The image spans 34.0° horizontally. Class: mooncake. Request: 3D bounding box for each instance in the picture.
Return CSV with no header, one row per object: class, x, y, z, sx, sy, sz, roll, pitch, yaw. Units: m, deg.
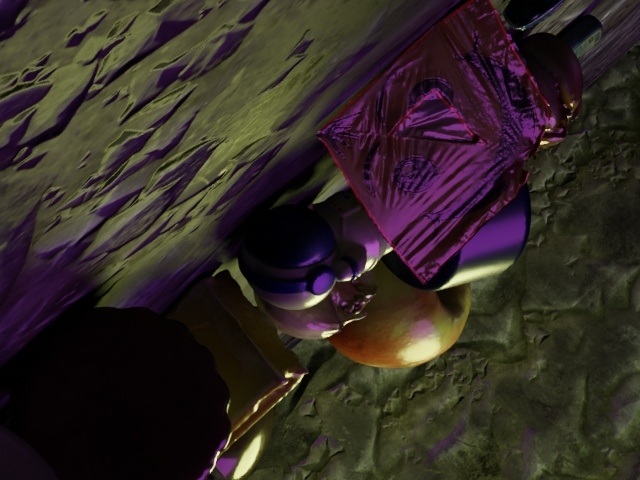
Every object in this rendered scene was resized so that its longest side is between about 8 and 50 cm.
mooncake,-0.206,0.180,1.111,0.228,0.228,0.124,-42,-179,-4

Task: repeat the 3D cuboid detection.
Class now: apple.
apple,0.131,0.103,2.093,0.277,0.319,0.319,-14,-170,33

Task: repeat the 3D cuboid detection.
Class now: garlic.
garlic,-0.024,0.057,1.556,0.143,0.178,0.229,-28,-160,40
garlic,0.330,-0.245,1.745,0.214,0.191,0.160,-29,145,-12

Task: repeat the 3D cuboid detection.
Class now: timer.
timer,0.065,-0.019,1.428,0.383,0.270,0.270,-23,164,-28

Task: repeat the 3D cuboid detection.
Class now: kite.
kite,0.141,-0.120,1.289,0.327,0.013,0.378,2,111,-28

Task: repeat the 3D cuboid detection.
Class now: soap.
soap,-0.191,0.212,1.477,0.315,0.199,0.091,-43,166,21

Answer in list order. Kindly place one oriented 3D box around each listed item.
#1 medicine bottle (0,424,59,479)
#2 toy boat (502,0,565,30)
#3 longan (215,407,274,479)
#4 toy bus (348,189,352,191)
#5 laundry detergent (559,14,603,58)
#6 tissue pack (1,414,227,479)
medicine bottle,-0.410,0.339,0.983,0.339,0.208,0.208,-44,172,16
toy boat,0.304,-0.341,1.410,0.137,0.060,0.061,-39,150,17
longan,-0.219,0.319,1.765,0.300,0.243,0.300,-22,-175,2
toy bus,0.000,0.000,1.734,0.235,0.073,0.096,-39,179,-28
laundry detergent,0.486,-0.375,2.139,0.206,0.061,0.096,-40,175,-14
tissue pack,-0.320,0.345,1.270,0.356,0.266,0.194,-44,173,6
